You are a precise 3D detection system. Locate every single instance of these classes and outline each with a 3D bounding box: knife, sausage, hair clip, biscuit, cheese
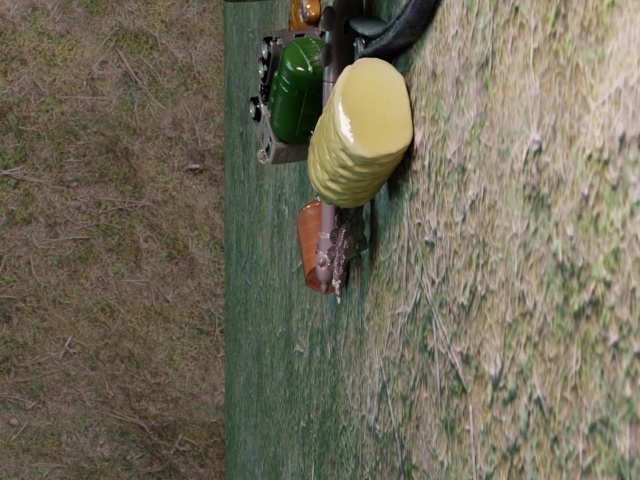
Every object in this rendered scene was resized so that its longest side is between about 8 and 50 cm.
[{"bbox_3d":[0.027,-0.124,1.586,0.132,0.038,0.399,-40,-42,-57],"label":"knife"},{"bbox_3d":[0.000,-0.001,1.762,0.169,0.065,0.065,-101,14,-49],"label":"sausage"},{"bbox_3d":[0.086,-0.230,1.305,0.275,0.048,0.083,163,108,-75],"label":"hair clip"},{"bbox_3d":[-0.026,-0.406,1.975,0.280,0.043,0.183,109,162,-56],"label":"biscuit"},{"bbox_3d":[0.045,-0.116,1.387,0.167,0.093,0.123,120,154,-66],"label":"cheese"}]

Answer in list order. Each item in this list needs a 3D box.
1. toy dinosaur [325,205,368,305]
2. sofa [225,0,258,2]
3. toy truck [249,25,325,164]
[{"bbox_3d":[0.037,-0.022,1.544,0.082,0.039,0.209,56,-138,-70],"label":"toy dinosaur"},{"bbox_3d":[-0.024,-0.369,1.385,0.210,0.225,0.176,-152,58,-82],"label":"sofa"},{"bbox_3d":[-0.037,-0.216,1.858,0.242,0.101,0.125,107,148,-54],"label":"toy truck"}]
